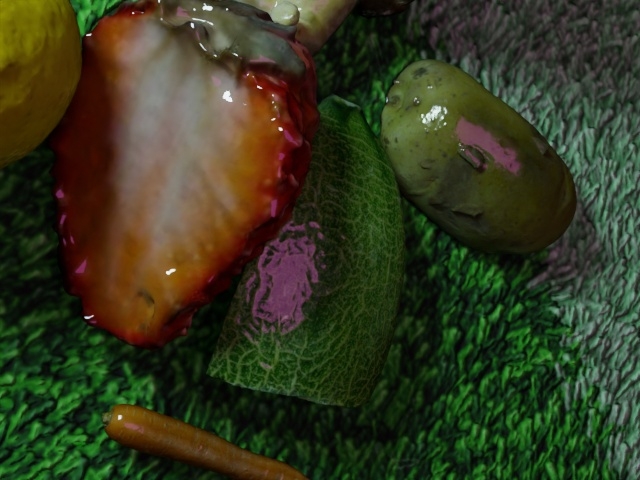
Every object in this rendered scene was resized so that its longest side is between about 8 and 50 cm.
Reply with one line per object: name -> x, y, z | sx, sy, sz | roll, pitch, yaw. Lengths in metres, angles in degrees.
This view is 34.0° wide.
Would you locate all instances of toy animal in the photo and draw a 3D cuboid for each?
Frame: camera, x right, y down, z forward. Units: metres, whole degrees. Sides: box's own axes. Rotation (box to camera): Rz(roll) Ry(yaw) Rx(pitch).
toy animal -> 0.018, -0.269, 1.080 | 0.233, 0.121, 0.169 | -43, 145, -12

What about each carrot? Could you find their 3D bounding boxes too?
carrot -> -0.111, 0.220, 1.077 | 0.248, 0.043, 0.043 | 25, 80, -25

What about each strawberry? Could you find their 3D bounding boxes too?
strawberry -> -0.125, -0.064, 0.998 | 0.149, 0.265, 0.336 | -13, 125, -65

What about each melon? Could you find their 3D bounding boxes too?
melon -> 0.000, 0.000, 1.080 | 0.196, 0.124, 0.324 | 16, 85, -31

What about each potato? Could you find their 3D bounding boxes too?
potato -> 0.193, -0.086, 1.175 | 0.271, 0.111, 0.160 | 40, 73, -20

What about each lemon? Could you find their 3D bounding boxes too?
lemon -> -0.333, -0.157, 0.866 | 0.288, 0.233, 0.234 | -16, 97, -36
